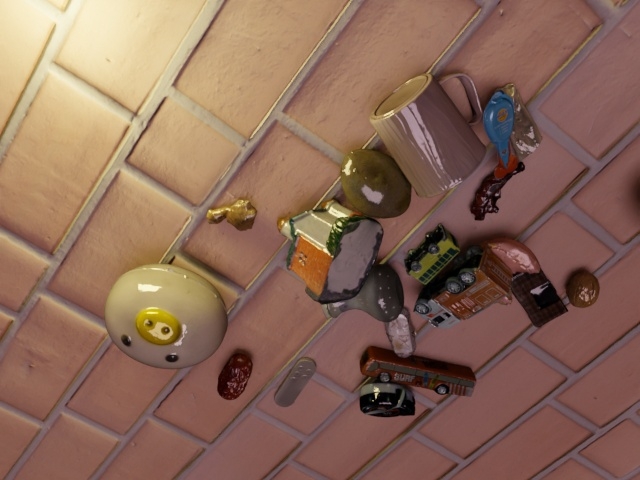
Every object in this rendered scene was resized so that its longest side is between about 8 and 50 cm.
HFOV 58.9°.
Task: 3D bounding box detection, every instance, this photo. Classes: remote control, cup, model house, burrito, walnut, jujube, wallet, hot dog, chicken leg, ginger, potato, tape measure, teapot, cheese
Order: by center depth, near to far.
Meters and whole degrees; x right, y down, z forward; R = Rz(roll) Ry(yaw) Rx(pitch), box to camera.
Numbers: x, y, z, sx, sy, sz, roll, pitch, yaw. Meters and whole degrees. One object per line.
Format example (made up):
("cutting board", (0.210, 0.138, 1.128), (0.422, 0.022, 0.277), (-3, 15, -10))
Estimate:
("cup", (0.311, -0.296, 1.512), (0.288, 0.208, 0.273), (-34, 112, 19))
("cheese", (0.491, -0.284, 1.539), (0.106, 0.037, 0.256), (-28, 124, -13))
("burrito", (0.549, -0.329, 1.572), (0.086, 0.060, 0.226), (-26, 116, 20))
("potato", (0.156, -0.162, 1.609), (0.235, 0.178, 0.160), (46, 131, -12))
("chicken leg", (0.515, -0.148, 1.679), (0.089, 0.048, 0.219), (19, 117, -13))
("model house", (0.000, 0.000, 1.699), (0.300, 0.190, 0.272), (34, 117, 33))
("ginger", (-0.263, -0.069, 1.727), (0.165, 0.067, 0.096), (-11, 119, 22))
("teapot", (0.133, 0.178, 1.804), (0.250, 0.184, 0.184), (-12, 119, 21))
("walnut", (0.840, 0.156, 1.814), (0.105, 0.105, 0.125), (7, 103, -3))
("wallet", (0.707, 0.179, 1.858), (0.124, 0.042, 0.230), (-33, 110, 19))
("hot dog", (0.275, 0.317, 1.931), (0.099, 0.053, 0.192), (-10, 112, 19))
("jujube", (-0.303, 0.476, 1.994), (0.109, 0.112, 0.176), (4, 122, -39))
("tape measure", (0.230, 0.566, 2.020), (0.181, 0.107, 0.181), (-9, 144, 21))
("remote control", (-0.093, 0.519, 2.066), (0.077, 0.022, 0.245), (27, 115, -11))

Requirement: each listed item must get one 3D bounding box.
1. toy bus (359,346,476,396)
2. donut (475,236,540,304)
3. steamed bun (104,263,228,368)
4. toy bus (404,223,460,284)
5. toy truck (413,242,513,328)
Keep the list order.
("toy bus", (0.341, 0.463, 1.991), (0.408, 0.093, 0.092), (13, 110, -7))
("donut", (0.551, 0.082, 1.759), (0.199, 0.085, 0.233), (33, 133, 7))
("steamed bun", (-0.475, 0.237, 1.758), (0.373, 0.334, 0.334), (23, 117, -5))
("toy bus", (0.349, 0.044, 1.765), (0.101, 0.088, 0.175), (33, 117, -17))
("toy truck", (0.435, 0.156, 1.743), (0.162, 0.136, 0.305), (40, 134, -6))
